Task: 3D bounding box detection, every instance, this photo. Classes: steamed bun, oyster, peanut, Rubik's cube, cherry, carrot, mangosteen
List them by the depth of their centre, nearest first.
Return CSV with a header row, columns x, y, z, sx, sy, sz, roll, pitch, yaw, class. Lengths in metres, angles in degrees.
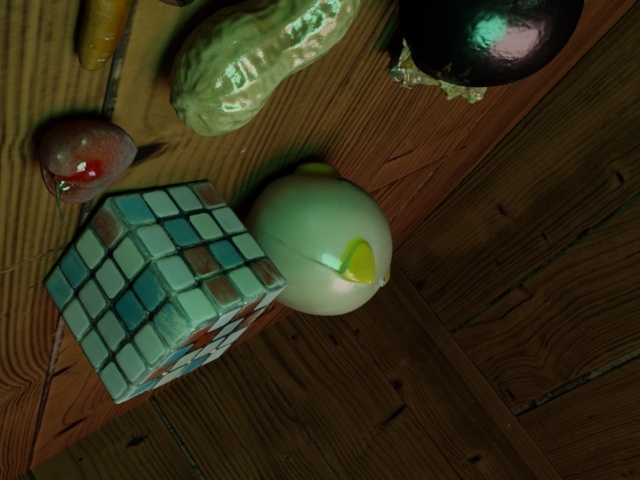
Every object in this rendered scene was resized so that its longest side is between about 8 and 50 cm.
x,y,z,sx,sy,sz,roll,pitch,yaw,class
-0.215,-0.222,0.647,0.048,0.048,0.139,-27,167,-39,carrot
-0.065,-0.249,0.789,0.298,0.120,0.136,-40,172,1,peanut
-0.291,-0.098,0.790,0.106,0.087,0.126,-52,180,30,cherry
0.242,-0.350,0.974,0.275,0.275,0.302,-35,180,-9,mangosteen
-0.263,0.080,1.111,0.256,0.259,0.253,-45,164,31,Rubik's cube
0.248,-0.361,1.235,0.238,0.115,0.351,-40,152,9,oyster
-0.003,0.006,1.405,0.334,0.334,0.374,-40,171,11,steamed bun

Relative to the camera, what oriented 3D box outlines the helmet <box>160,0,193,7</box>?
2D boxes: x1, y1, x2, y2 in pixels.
x,y,z,sx,sy,sz,roll,pitch,yaw,class
-0.149,-0.268,0.642,0.084,0.049,0.065,-63,159,-52,helmet
